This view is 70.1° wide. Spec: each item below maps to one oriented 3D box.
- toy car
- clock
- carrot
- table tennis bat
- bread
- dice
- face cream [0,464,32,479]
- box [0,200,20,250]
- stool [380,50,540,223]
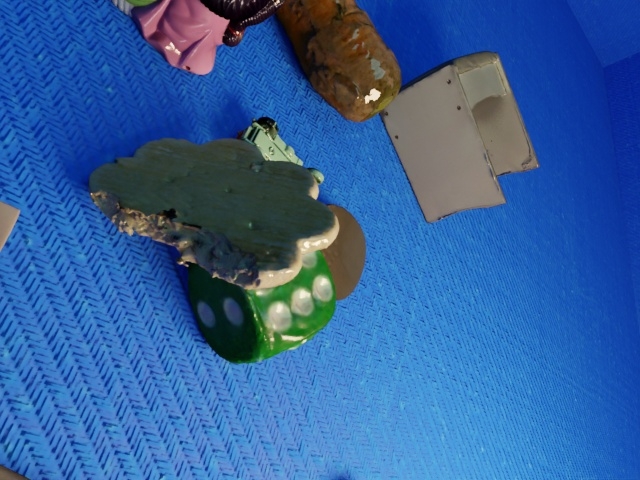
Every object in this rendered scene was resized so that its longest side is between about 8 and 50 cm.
[{"bbox_3d":[-0.056,-0.099,0.627,0.143,0.054,0.073,43,52,-36],"label":"toy car"},{"bbox_3d":[-0.147,-0.301,0.501,0.194,0.195,0.100,45,53,-27],"label":"clock"},{"bbox_3d":[0.012,-0.330,0.716,0.138,0.138,0.302,-29,91,-46],"label":"carrot"},{"bbox_3d":[0.000,0.000,0.638,0.234,0.022,0.131,41,64,-46],"label":"table tennis bat"},{"bbox_3d":[-0.099,-0.044,0.476,0.182,0.250,0.039,-47,155,-46],"label":"bread"},{"bbox_3d":[-0.065,0.057,0.522,0.128,0.120,0.131,-22,92,-45],"label":"dice"},{"bbox_3d":[-0.258,0.208,0.317,0.341,0.084,0.137,40,36,-24],"label":"face cream"},{"bbox_3d":[-0.312,0.034,0.295,0.141,0.058,0.201,31,43,-35],"label":"box"},{"bbox_3d":[0.285,-0.212,0.918,0.243,0.170,0.270,-32,101,-45],"label":"stool"}]
